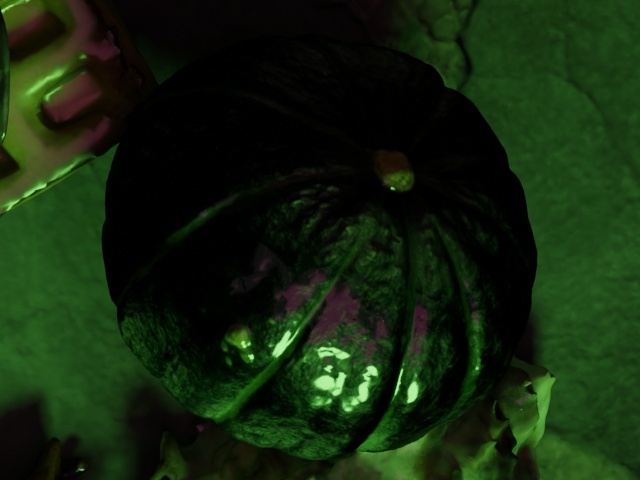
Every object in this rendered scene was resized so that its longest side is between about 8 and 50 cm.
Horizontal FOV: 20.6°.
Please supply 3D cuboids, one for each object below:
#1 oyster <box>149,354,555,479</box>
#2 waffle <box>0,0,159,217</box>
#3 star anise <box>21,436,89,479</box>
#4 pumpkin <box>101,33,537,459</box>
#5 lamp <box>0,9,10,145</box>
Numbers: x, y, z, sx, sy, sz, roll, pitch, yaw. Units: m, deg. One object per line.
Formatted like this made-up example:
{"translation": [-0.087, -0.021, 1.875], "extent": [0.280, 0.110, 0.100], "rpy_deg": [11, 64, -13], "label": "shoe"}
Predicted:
{"translation": [0.020, 0.160, 0.976], "extent": [0.238, 0.115, 0.351], "rpy_deg": [29, 69, -9], "label": "oyster"}
{"translation": [-0.269, -0.074, 0.893], "extent": [0.327, 0.098, 0.224], "rpy_deg": [-32, 106, 0], "label": "waffle"}
{"translation": [-0.182, 0.192, 0.986], "extent": [0.167, 0.057, 0.168], "rpy_deg": [0, 88, 0], "label": "star anise"}
{"translation": [0.000, 0.000, 0.869], "extent": [0.220, 0.162, 0.221], "rpy_deg": [14, 59, -23], "label": "pumpkin"}
{"translation": [-0.256, -0.054, 0.738], "extent": [0.233, 0.233, 0.265], "rpy_deg": [45, 79, -18], "label": "lamp"}
